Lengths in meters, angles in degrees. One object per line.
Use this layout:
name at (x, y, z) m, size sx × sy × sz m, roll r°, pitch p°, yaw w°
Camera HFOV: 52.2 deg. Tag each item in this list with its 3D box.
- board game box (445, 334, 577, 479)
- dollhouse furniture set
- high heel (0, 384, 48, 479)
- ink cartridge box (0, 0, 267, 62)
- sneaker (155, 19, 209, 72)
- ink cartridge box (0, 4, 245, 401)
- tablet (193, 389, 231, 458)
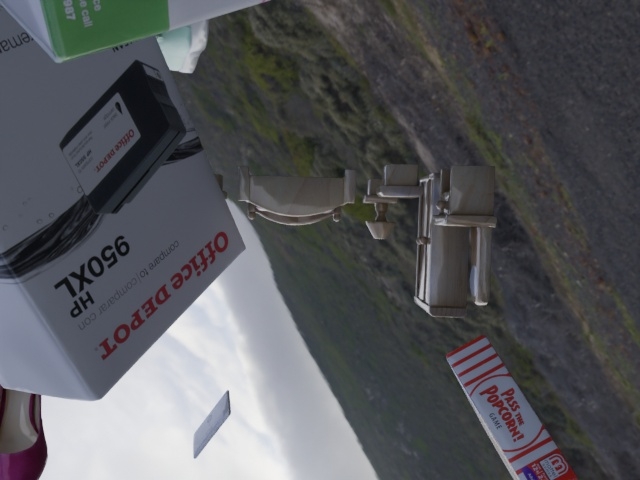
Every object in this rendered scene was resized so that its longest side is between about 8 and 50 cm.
board game box at (0.193, 0.196, 0.643) m, size 0.147 × 0.045 × 0.193 m, roll 63°, pitch -176°, yaw 36°
dollhouse furniture set at (0.000, 0.000, 0.806) m, size 0.303 × 0.355 × 0.174 m, roll -143°, pitch 55°, yaw -88°
high heel at (-0.444, 0.250, 0.958) m, size 0.244 × 0.082 × 0.117 m, roll -101°, pitch 12°, yaw -48°
ink cartridge box at (-0.050, -0.243, 0.344) m, size 0.117 × 0.278 × 0.201 m, roll 42°, pitch 146°, yaw 30°
sneaker at (-0.212, -0.268, 0.770) m, size 0.256 × 0.151 × 0.094 m, roll 153°, pitch 118°, yaw -70°
ink cartridge box at (-0.277, -0.075, 0.684) m, size 0.285 × 0.166 × 0.395 m, roll -50°, pitch -51°, yaw -45°
tablet at (-0.143, 0.240, 0.856) m, size 0.006 × 0.083 × 0.054 m, roll 33°, pitch -168°, yaw -20°
